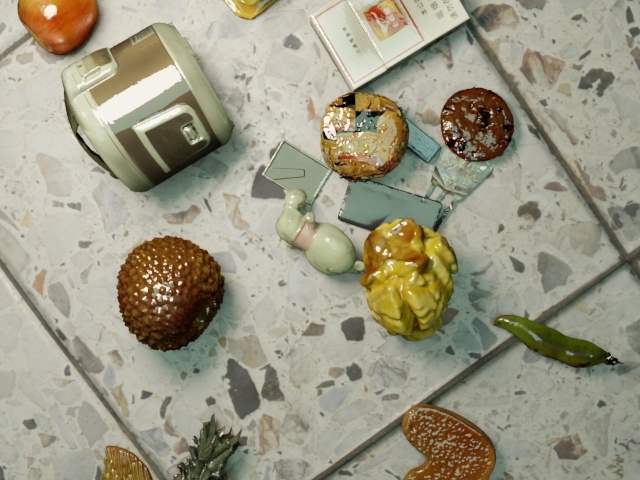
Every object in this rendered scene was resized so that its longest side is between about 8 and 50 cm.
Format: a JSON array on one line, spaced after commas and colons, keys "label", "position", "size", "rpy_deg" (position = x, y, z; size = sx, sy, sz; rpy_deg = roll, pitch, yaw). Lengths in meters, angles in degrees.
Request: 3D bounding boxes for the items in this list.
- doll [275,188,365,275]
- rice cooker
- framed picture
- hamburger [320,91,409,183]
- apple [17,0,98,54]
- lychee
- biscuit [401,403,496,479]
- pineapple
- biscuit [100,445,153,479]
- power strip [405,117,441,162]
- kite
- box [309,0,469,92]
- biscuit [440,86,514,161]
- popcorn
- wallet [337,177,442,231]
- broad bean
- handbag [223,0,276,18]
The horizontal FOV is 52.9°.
[{"label": "doll", "position": [-0.009, 0.006, 1.590], "size": [0.275, 0.155, 0.113], "rpy_deg": [44, 55, -3]}, {"label": "rice cooker", "position": [-0.400, -0.294, 1.465], "size": [0.325, 0.335, 0.335], "rpy_deg": [-30, 93, -3]}, {"label": "framed picture", "position": [-0.059, -0.174, 1.636], "size": [0.149, 0.011, 0.109], "rpy_deg": [32, 92, -2]}, {"label": "hamburger", "position": [0.103, -0.251, 1.574], "size": [0.230, 0.107, 0.231], "rpy_deg": [0, 88, 8]}, {"label": "apple", "position": [-0.620, -0.549, 1.533], "size": [0.199, 0.199, 0.199], "rpy_deg": [0, 93, 0]}, {"label": "lychee", "position": [-0.369, 0.119, 1.540], "size": [0.267, 0.267, 0.268], "rpy_deg": [0, 93, 0]}, {"label": "biscuit", "position": [0.302, 0.576, 1.661], "size": [0.262, 0.052, 0.277], "rpy_deg": [25, 94, 3]}, {"label": "pineapple", "position": [-0.308, 0.605, 1.611], "size": [0.165, 0.165, 0.365], "rpy_deg": [35, 90, -2]}, {"label": "biscuit", "position": [-0.520, 0.647, 1.671], "size": [0.176, 0.031, 0.229], "rpy_deg": [-32, 93, 0]}, {"label": "power strip", "position": [0.243, -0.250, 1.622], "size": [0.123, 0.032, 0.056], "rpy_deg": [38, 92, -2]}, {"label": "kite", "position": [0.322, -0.134, 1.637], "size": [0.141, 0.015, 0.245], "rpy_deg": [33, 92, 2]}, {"label": "box", "position": [0.166, -0.536, 1.577], "size": [0.330, 0.095, 0.210], "rpy_deg": [-31, 92, 3]}, {"label": "biscuit", "position": [0.390, -0.290, 1.607], "size": [0.191, 0.049, 0.192], "rpy_deg": [0, 86, 2]}, {"label": "popcorn", "position": [0.210, 0.111, 1.526], "size": [0.225, 0.265, 0.333], "rpy_deg": [2, 120, 8]}, {"label": "wallet", "position": [0.175, -0.073, 1.628], "size": [0.244, 0.025, 0.124], "rpy_deg": [18, 94, 4]}, {"label": "broad bean", "position": [0.604, 0.268, 1.637], "size": [0.338, 0.061, 0.077], "rpy_deg": [20, 86, -2]}, {"label": "handbag", "position": [-0.127, -0.767, 1.553], "size": [0.401, 0.133, 0.283], "rpy_deg": [-41, 87, 2]}]
